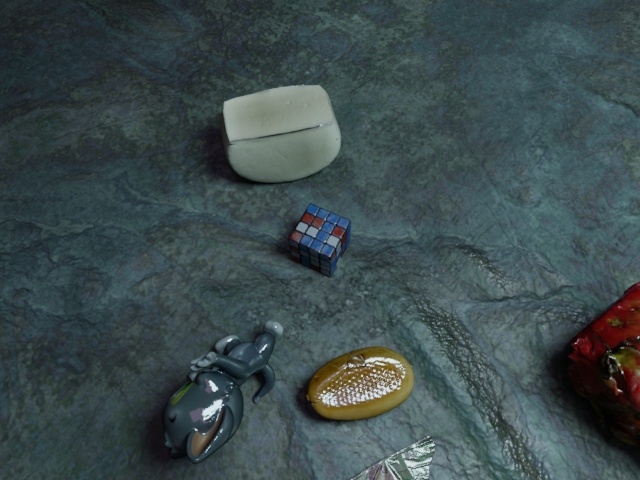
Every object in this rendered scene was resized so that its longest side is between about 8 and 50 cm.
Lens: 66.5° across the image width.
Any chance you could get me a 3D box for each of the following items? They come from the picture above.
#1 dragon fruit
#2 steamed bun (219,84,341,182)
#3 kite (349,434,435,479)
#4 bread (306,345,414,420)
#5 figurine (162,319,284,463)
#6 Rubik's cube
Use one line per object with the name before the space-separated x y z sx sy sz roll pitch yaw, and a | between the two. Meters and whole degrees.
dragon fruit | 0.551 0.213 0.747 0.250 0.269 0.291 -34 63 -4
steamed bun | -0.084 -0.218 1.035 0.242 0.164 0.146 -12 61 -3
kite | 0.158 0.430 0.779 0.250 0.012 0.229 13 67 8
bread | 0.068 0.247 0.842 0.189 0.077 0.114 -13 83 -6
figurine | -0.164 0.249 0.823 0.265 0.193 0.140 -29 88 -43
Rubik's cube | 0.000 0.000 0.960 0.092 0.092 0.092 24 65 14
